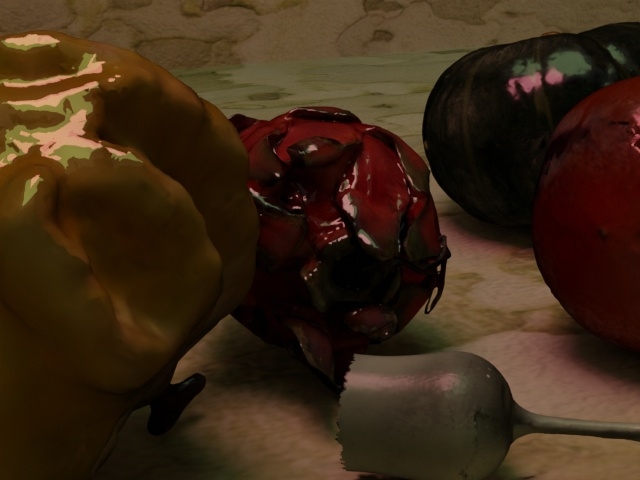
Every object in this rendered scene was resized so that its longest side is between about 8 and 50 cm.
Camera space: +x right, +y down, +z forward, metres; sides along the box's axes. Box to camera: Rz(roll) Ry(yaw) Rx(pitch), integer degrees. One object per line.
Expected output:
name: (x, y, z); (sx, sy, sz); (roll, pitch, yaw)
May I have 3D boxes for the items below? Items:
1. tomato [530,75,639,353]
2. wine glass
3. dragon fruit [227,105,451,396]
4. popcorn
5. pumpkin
tomato: (0.246, -0.019, 0.754); (0.184, 0.208, 0.208); (13, 11, -20)
wine glass: (0.110, 0.103, 0.590); (0.195, 0.079, 0.079); (3, 17, 12)
dragon fruit: (0.000, 0.000, 0.759); (0.193, 0.192, 0.274); (-27, 25, -18)
popcorn: (-0.173, 0.032, 0.547); (0.297, 0.281, 0.316); (-49, 11, -15)
pumpkin: (0.252, -0.115, 1.097); (0.300, 0.207, 0.300); (-14, 10, 2)
